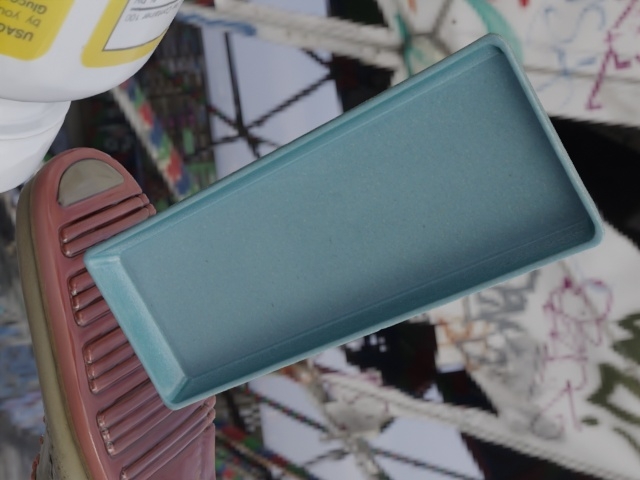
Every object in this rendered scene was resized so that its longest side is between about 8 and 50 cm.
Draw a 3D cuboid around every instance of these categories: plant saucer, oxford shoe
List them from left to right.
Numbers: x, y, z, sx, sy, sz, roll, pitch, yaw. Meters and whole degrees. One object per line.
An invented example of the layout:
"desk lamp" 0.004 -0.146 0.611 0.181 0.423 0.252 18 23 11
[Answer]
"oxford shoe" -0.133 0.121 0.780 0.123 0.130 0.348 -25 106 -55
"plant saucer" 0.000 0.000 0.430 0.018 0.192 0.067 -35 98 -50

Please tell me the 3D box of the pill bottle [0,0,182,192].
"pill bottle" -0.124 -0.186 0.585 0.334 0.188 0.188 -55 -153 30
